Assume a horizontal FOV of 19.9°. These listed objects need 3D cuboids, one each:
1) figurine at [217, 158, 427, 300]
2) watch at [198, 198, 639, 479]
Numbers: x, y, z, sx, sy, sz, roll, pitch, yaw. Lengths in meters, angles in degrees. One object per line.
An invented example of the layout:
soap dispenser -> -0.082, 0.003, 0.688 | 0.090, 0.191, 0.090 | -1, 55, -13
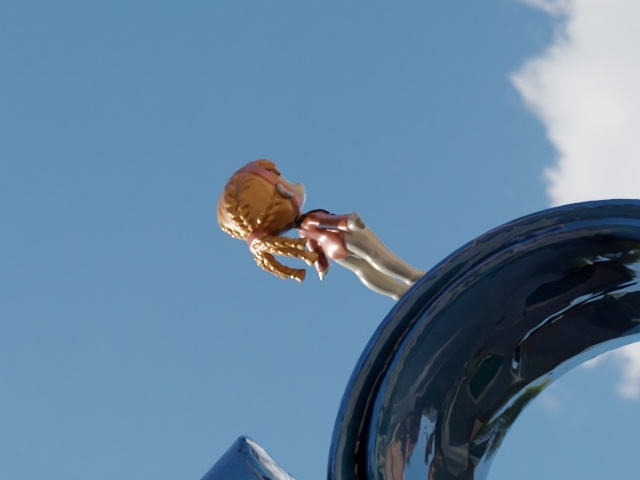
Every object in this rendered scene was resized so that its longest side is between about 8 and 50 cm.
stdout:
figurine -> 0.000, 0.000, 0.905 | 0.109, 0.064, 0.047 | 29, -125, -4
watch -> 0.130, 0.144, 0.730 | 0.274, 0.305, 0.241 | -43, -32, 1
